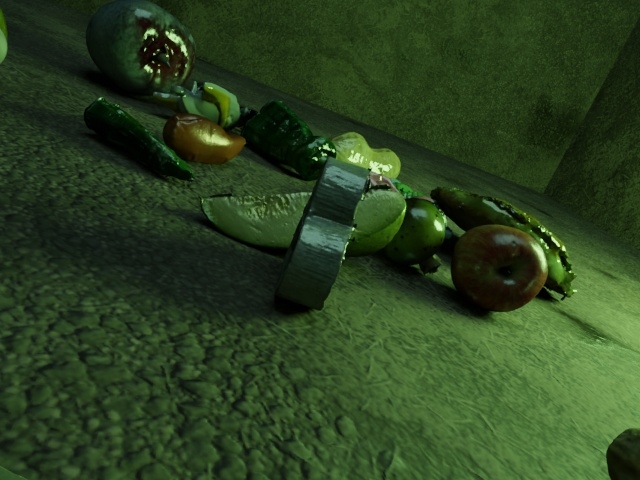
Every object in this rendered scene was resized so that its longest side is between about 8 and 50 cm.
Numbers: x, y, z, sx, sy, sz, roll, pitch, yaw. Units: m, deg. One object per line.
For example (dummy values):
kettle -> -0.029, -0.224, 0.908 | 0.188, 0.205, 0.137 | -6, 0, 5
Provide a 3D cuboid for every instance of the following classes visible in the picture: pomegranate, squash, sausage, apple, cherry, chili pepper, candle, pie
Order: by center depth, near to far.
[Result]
candle -> 0.000, 0.000, 0.714 | 0.068, 0.192, 0.168 | 22, -26, -3
squash -> -0.023, -0.029, 0.812 | 0.252, 0.093, 0.169 | 9, -22, -40
apple -> 0.284, 0.043, 0.936 | 0.146, 0.146, 0.131 | 22, -1, -4
chili pepper -> -0.284, -0.155, 0.943 | 0.227, 0.059, 0.088 | 34, 8, 20
pomegranate -> 0.152, -0.008, 0.980 | 0.130, 0.130, 0.130 | 21, 18, -7
sausage -> -0.221, -0.188, 1.086 | 0.089, 0.089, 0.179 | 36, 18, 35
pie -> 0.390, -0.015, 1.225 | 0.354, 0.103, 0.288 | 37, 7, 1
chili pepper -> -0.060, -0.222, 1.318 | 0.136, 0.099, 0.270 | -29, 51, -26
cherry -> -0.436, -0.466, 1.398 | 0.296, 0.218, 0.255 | 23, 13, 38

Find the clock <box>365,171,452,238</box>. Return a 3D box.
clock -> 0.174, -0.055, 1.152 | 0.195, 0.100, 0.194 | 38, 21, 35

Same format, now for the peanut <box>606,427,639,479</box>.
peanut -> 0.366, 0.248, 0.544 | 0.193, 0.089, 0.089 | 33, 20, 17

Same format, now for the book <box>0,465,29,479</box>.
book -> -0.161, 0.168, 0.205 | 0.282, 0.025, 0.215 | 25, 19, -1

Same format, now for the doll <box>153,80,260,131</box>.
doll -> -0.246, -0.310, 1.359 | 0.145, 0.103, 0.316 | 26, 11, 24

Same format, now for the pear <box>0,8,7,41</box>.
pear -> -0.613, -0.346, 0.941 | 0.180, 0.166, 0.216 | 23, 40, -44

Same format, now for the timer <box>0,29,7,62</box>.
timer -> -0.569, -0.320, 0.756 | 0.240, 0.233, 0.233 | 6, 18, 0

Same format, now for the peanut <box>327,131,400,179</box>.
peanut -> 0.094, -0.199, 1.430 | 0.274, 0.125, 0.111 | 8, 4, -40
